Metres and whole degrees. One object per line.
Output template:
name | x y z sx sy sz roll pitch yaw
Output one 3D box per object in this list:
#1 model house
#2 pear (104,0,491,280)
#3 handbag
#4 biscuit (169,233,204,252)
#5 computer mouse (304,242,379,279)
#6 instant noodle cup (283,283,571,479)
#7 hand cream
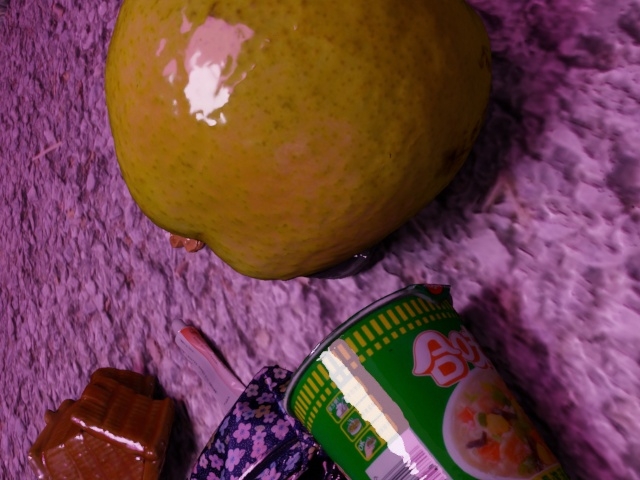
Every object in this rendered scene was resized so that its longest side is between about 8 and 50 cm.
model house | -0.324 0.325 1.065 0.229 0.199 0.219 -29 101 13
pear | -0.036 -0.146 0.679 0.391 0.391 0.390 -12 74 45
handbag | -0.059 0.276 0.774 0.228 0.127 0.208 -55 28 6
biscuit | -0.235 -0.058 1.133 0.133 0.027 0.184 -56 47 25
computer mouse | 0.000 0.000 0.842 0.192 0.062 0.105 -10 72 34
instant noodle cup | 0.110 0.187 0.600 0.207 0.207 0.232 -54 54 25
hand cream | -0.172 0.190 1.013 0.216 0.038 0.052 42 137 37
